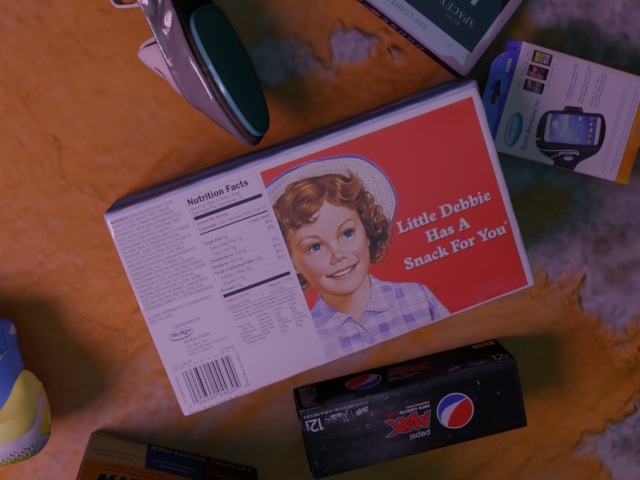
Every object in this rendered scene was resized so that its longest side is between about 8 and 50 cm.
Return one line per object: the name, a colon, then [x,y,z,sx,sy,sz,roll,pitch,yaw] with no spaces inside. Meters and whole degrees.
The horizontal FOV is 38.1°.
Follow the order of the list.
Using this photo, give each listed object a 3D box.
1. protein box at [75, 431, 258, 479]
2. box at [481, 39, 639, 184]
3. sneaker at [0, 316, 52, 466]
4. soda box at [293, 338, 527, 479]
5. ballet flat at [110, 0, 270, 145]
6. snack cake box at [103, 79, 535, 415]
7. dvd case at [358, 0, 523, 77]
protein box: [-0.128,0.273,0.638,0.136,0.201,0.199,15,99,-10]
box: [0.177,-0.096,0.686,0.136,0.028,0.081,12,99,-17]
sneaker: [-0.314,0.111,0.655,0.240,0.091,0.126,-10,84,-5]
soda box: [0.067,0.128,0.711,0.169,0.053,0.060,-13,103,-4]
ballet flat: [-0.104,-0.157,0.636,0.068,0.072,0.213,-18,104,25]
snack cake box: [0.000,0.000,0.660,0.264,0.089,0.152,-20,101,-3]
dvd case: [0.103,-0.263,0.652,0.179,0.029,0.238,35,94,-12]
